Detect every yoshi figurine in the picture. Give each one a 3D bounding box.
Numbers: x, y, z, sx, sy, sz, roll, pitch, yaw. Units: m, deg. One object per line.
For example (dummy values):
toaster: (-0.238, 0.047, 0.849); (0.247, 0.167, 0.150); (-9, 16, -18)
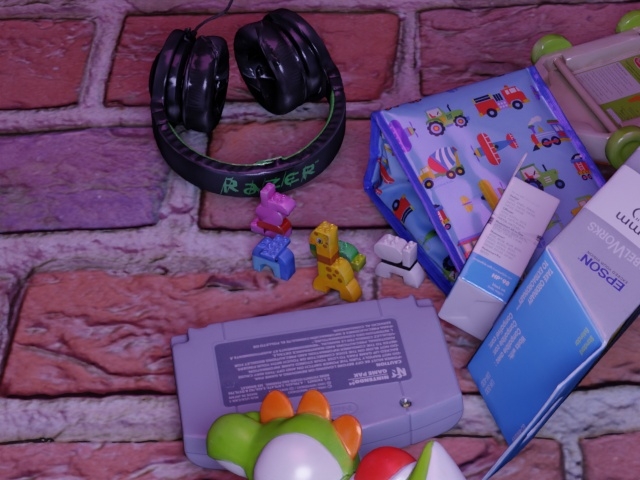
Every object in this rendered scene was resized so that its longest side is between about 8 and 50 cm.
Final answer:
yoshi figurine: (0.030, 0.287, 1.646); (0.362, 0.203, 0.203); (26, 66, 35)

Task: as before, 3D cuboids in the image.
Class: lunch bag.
lunch bag: (0.214, -0.039, 2.061); (0.221, 0.138, 0.293); (-18, 52, -19)

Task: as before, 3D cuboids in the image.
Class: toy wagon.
toy wagon: (0.427, -0.198, 2.234); (0.344, 0.068, 0.267); (-16, 36, -7)

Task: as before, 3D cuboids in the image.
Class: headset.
headset: (-0.109, -0.235, 2.265); (0.243, 0.185, 0.394); (-12, 52, -10)

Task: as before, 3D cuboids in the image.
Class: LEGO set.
LEGO set: (0.000, 0.000, 2.043); (0.227, 0.093, 0.087); (18, 45, 25)

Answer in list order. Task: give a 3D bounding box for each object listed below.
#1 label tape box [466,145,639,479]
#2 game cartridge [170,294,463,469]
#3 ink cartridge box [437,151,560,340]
label tape box: (0.255, 0.065, 1.799); (0.115, 0.249, 0.347); (42, 57, 11)
game cartridge: (-0.006, 0.153, 1.894); (0.294, 0.060, 0.196); (-8, 36, -4)
ink cartridge box: (0.199, 0.006, 1.922); (0.060, 0.104, 0.180); (28, 63, 5)
